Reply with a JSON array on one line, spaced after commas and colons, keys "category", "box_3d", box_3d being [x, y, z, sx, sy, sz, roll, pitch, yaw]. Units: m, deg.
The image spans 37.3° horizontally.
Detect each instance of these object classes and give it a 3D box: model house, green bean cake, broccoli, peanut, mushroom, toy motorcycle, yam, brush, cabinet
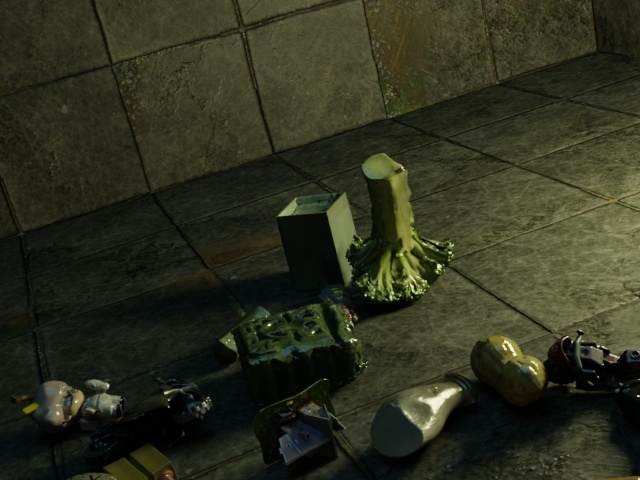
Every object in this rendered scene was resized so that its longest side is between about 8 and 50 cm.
[{"category": "model house", "box_3d": [-0.022, 0.336, 1.678, 0.167, 0.117, 0.088, -21, 25, -28]}, {"category": "green bean cake", "box_3d": [-0.045, 0.228, 1.961, 0.255, 0.132, 0.241, -16, 17, -5]}, {"category": "broccoli", "box_3d": [0.143, -0.016, 2.169, 0.252, 0.361, 0.221, -29, 37, 10]}, {"category": "peanut", "box_3d": [0.341, 0.235, 1.714, 0.103, 0.098, 0.229, 26, 3, -22]}, {"category": "mushroom", "box_3d": [0.182, 0.304, 1.676, 0.116, 0.093, 0.225, 21, 27, 33]}, {"category": "toy motorcycle", "box_3d": [0.490, 0.210, 1.663, 0.213, 0.122, 0.082, -4, 53, 23]}, {"category": "yam", "box_3d": [-0.173, 0.213, 2.162, 0.068, 0.068, 0.169, 0, 24, 32]}, {"category": "brush", "box_3d": [-0.290, 0.437, 1.676, 0.103, 0.047, 0.233, -26, 24, -29]}, {"category": "toy motorcycle", "box_3d": [-0.334, 0.350, 1.856, 0.270, 0.106, 0.159, -24, 16, 3]}, {"category": "cabinet", "box_3d": [0.000, 0.000, 2.412, 0.145, 0.206, 0.150, -4, 22, 25]}]

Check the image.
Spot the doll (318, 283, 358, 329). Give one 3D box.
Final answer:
[{"category": "doll", "box_3d": [0.043, 0.151, 2.192, 0.094, 0.079, 0.180, 11, 22, -15]}]

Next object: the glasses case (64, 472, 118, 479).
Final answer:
[{"category": "glasses case", "box_3d": [-0.455, 0.503, 1.550, 0.137, 0.085, 0.354, -6, 22, 26]}]

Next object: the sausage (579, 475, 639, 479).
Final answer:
[{"category": "sausage", "box_3d": [0.324, 0.383, 1.396, 0.301, 0.066, 0.066, -9, 21, 17]}]

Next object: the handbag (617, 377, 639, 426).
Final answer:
[{"category": "handbag", "box_3d": [0.645, 0.250, 1.517, 0.275, 0.088, 0.244, -19, 17, -12]}]

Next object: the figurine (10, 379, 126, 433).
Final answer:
[{"category": "figurine", "box_3d": [-0.526, 0.348, 1.988, 0.229, 0.112, 0.137, 1, 29, 1]}]

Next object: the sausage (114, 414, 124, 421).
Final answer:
[{"category": "sausage", "box_3d": [-0.386, 0.365, 1.953, 0.107, 0.031, 0.031, -30, 26, -35]}]
